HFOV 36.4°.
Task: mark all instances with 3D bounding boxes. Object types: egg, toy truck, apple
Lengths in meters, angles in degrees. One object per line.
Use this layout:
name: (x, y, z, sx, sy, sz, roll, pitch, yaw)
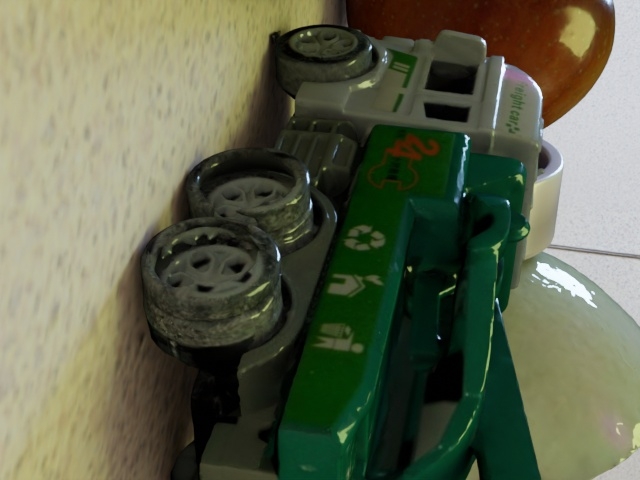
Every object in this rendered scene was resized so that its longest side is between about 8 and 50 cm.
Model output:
egg: (0.113, 0.094, 0.832, 0.337, 0.337, 0.201, -47, 116, -75)
toy truck: (0.028, 0.025, 0.503, 0.363, 0.178, 0.176, -76, 169, -52)
apple: (0.120, -0.183, 0.796, 0.173, 0.210, 0.235, -63, -155, 26)

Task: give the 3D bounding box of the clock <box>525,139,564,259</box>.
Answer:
clock: (0.101, -0.047, 0.817, 0.197, 0.197, 0.068, -63, 158, -65)
